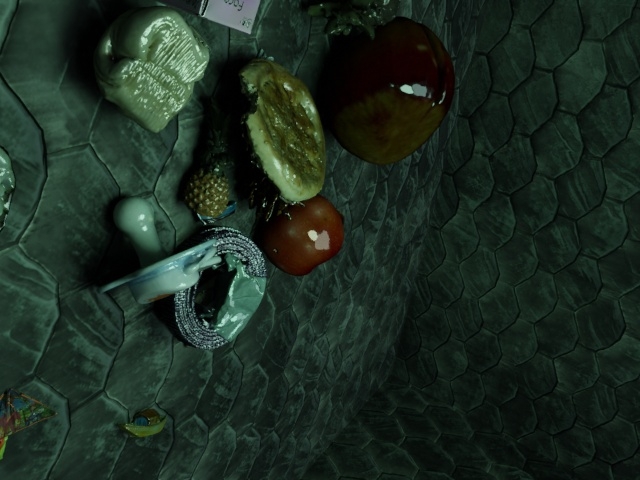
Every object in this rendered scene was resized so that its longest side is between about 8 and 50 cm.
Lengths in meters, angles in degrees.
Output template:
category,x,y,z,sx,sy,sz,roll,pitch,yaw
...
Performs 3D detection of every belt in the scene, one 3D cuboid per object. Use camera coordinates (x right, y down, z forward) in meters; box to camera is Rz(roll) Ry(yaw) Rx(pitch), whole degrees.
category,x,y,z,sx,sy,sz,roll,pitch,yaw
belt,-0.279,0.126,1.464,0.260,0.122,0.325,29,75,-38

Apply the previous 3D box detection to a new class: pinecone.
category,x,y,z,sx,sy,sz,roll,pitch,yaw
pinecone,-0.120,-0.160,1.541,0.202,0.201,0.229,-34,160,-34

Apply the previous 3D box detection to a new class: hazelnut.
category,x,y,z,sx,sy,sz,roll,pitch,yaw
hazelnut,0.188,-0.450,1.696,0.402,0.402,0.429,-46,171,-36

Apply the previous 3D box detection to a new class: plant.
category,x,y,z,sx,sy,sz,roll,pitch,yaw
plant,0.103,-0.671,1.504,0.213,0.215,0.312,38,73,-60

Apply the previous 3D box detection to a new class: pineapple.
category,x,y,z,sx,sy,sz,roll,pitch,yaw
pineapple,-0.252,-0.200,1.343,0.130,0.119,0.277,-82,-170,-71

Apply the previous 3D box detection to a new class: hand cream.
category,x,y,z,sx,sy,sz,roll,pitch,yaw
hand cream,-0.315,0.136,1.593,0.194,0.042,0.067,-41,153,-34

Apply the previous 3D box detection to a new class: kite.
category,x,y,z,sx,sy,sz,roll,pitch,yaw
kite,-0.659,0.389,1.181,0.241,0.014,0.183,-7,119,-62

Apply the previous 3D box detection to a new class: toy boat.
category,x,y,z,sx,sy,sz,roll,pitch,yaw
toy boat,-0.494,0.508,1.544,0.172,0.065,0.066,14,76,-65
toy boat,-0.277,-0.085,1.463,0.137,0.060,0.061,-30,112,-50

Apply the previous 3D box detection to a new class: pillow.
category,x,y,z,sx,sy,sz,roll,pitch,yaw
pillow,-0.323,0.215,1.605,0.130,0.038,0.233,-19,140,-44

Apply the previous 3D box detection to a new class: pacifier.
category,x,y,z,sx,sy,sz,roll,pitch,yaw
pacifier,-0.370,0.009,1.222,0.233,0.299,0.244,65,31,-9

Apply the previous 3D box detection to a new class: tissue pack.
category,x,y,z,sx,sy,sz,roll,pitch,yaw
tissue pack,-0.240,-0.456,0.985,0.148,0.246,0.092,-13,127,-60

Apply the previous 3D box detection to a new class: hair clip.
category,x,y,z,sx,sy,sz,roll,pitch,yaw
hair clip,-0.162,-0.430,1.409,0.115,0.039,0.030,-60,151,-8

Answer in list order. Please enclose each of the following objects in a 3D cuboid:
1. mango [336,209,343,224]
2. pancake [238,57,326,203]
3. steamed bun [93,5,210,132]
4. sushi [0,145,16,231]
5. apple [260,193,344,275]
category,x,y,z,sx,sy,sz,roll,pitch,yaw
mango,0.000,0.000,2.003,0.267,0.111,0.133,-49,162,-22
pancake,-0.086,-0.272,1.370,0.382,0.071,0.382,42,40,-49
steamed bun,-0.327,-0.338,1.043,0.211,0.144,0.218,-50,155,3
sushi,-0.585,-0.026,0.789,0.211,0.171,0.350,-6,117,-63
apple,-0.055,-0.017,1.712,0.260,0.216,0.260,-35,-173,5
